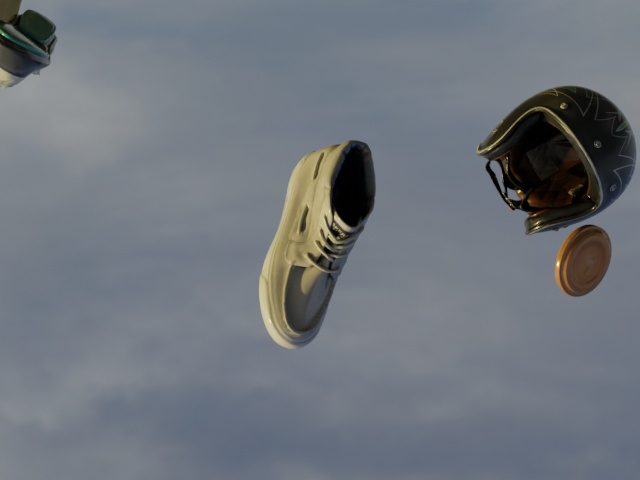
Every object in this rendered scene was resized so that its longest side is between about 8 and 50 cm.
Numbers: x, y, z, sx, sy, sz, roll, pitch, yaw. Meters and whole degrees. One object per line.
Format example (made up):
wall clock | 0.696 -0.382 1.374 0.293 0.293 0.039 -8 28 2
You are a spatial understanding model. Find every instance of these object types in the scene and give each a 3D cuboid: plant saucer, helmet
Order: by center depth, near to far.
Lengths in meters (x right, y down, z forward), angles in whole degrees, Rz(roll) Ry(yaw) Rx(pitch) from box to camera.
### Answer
plant saucer | 0.294 0.024 1.821 0.083 0.083 0.013 -19 -151 -32
helmet | 0.277 -0.097 1.854 0.161 0.169 0.169 -31 -164 19

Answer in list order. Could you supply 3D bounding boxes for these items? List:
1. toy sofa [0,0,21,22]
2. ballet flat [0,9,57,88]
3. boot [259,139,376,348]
toy sofa | -0.466 -0.277 1.989 0.177 0.150 0.362 16 165 -16
ballet flat | -0.313 -0.191 1.686 0.074 0.074 0.203 -3 -166 0
boot | 0.000 0.000 2.000 0.095 0.258 0.123 15 163 -23
